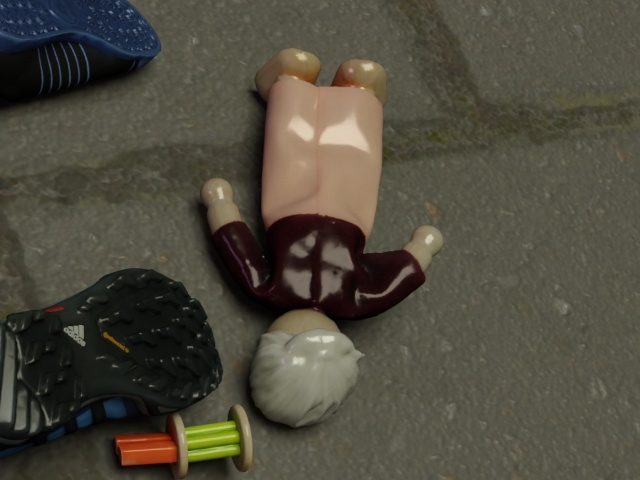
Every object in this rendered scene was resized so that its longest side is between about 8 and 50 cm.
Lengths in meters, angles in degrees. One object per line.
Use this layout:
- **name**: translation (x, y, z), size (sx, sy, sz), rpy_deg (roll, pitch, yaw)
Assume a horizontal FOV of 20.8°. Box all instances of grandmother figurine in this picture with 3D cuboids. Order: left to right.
- **grandmother figurine**: translation (0.000, 0.000, 1.473), size (0.207, 0.104, 0.342), rpy_deg (4, 57, 4)

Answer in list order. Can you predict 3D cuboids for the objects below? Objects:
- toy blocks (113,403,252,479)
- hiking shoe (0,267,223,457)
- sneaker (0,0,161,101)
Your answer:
- **toy blocks**: translation (-0.120, 0.185, 1.299), size (0.148, 0.054, 0.123), rpy_deg (-6, 54, -19)
- **hiking shoe**: translation (-0.192, 0.091, 1.279), size (0.304, 0.132, 0.113), rpy_deg (-4, 75, -59)
- **sneaker**: translation (-0.232, -0.161, 1.453), size (0.232, 0.090, 0.081), rpy_deg (-3, 59, -57)
